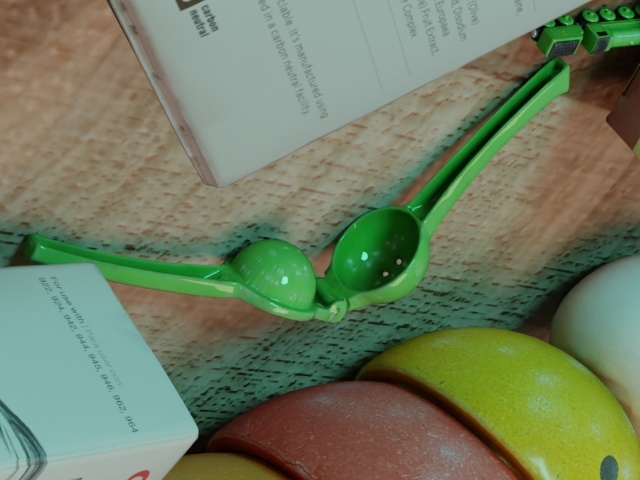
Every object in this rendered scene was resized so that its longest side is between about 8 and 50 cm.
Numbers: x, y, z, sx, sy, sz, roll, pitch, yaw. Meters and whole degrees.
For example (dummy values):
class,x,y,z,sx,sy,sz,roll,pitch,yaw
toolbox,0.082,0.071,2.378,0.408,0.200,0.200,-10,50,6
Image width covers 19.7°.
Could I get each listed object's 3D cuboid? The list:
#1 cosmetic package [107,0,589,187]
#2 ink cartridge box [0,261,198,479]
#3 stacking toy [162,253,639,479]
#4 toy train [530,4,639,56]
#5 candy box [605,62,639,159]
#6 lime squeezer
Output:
class,x,y,z,sx,sy,sz,roll,pitch,yaw
cosmetic package,0.071,-0.202,0.634,0.365,0.197,0.155,-25,146,-2
ink cartridge box,-0.218,0.117,0.820,0.273,0.115,0.198,-3,140,-52
stacking toy,0.076,0.163,1.097,0.480,0.350,0.350,-42,150,-20
toy train,0.148,-0.111,0.982,0.083,0.024,0.017,-9,140,-31
candy box,0.328,-0.124,1.037,0.316,0.087,0.183,-11,140,-38
lime squeezer,0.000,0.000,0.974,0.310,0.059,0.110,-19,144,-19
